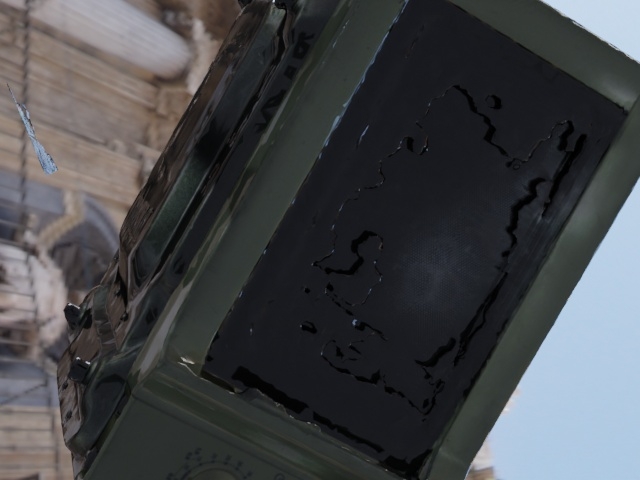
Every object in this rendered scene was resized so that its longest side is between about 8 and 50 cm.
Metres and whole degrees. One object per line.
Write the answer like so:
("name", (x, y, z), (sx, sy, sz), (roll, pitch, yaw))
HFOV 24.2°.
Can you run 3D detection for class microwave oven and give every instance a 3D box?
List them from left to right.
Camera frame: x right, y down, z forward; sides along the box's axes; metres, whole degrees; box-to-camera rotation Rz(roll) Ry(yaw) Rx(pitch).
("microwave oven", (0.000, 0.000, 0.909), (0.218, 0.286, 0.355), (28, -86, -16))

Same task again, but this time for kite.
("kite", (-0.261, -0.090, 1.375), (0.004, 0.122, 0.090), (-23, -124, -1))
